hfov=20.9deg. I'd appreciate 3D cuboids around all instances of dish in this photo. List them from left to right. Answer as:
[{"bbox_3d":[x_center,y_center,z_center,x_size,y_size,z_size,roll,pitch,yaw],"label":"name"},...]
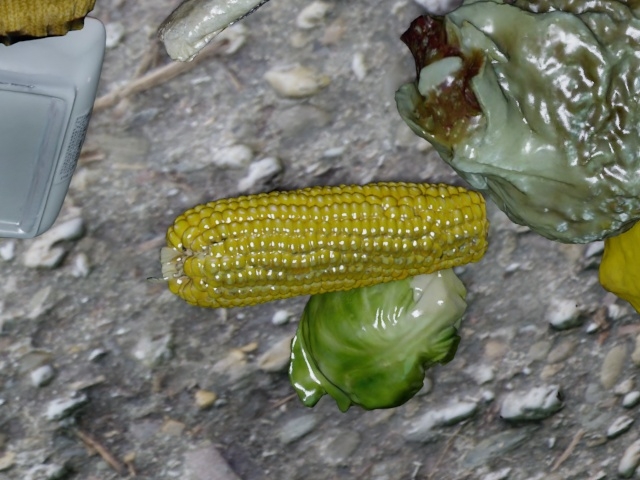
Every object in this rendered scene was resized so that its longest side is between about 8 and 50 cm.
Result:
[{"bbox_3d":[-0.262,-0.083,1.403,0.151,0.077,0.212,7,125,-22],"label":"dish"}]

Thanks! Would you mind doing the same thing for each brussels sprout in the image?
[{"bbox_3d":[0.056,0.088,1.630,0.139,0.100,0.181,42,129,-21],"label":"brussels sprout"}]

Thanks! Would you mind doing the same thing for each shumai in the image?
[{"bbox_3d":[0.179,-0.111,1.443,0.218,0.189,0.256,4,126,-21],"label":"shumai"}]

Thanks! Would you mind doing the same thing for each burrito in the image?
[{"bbox_3d":[-0.061,-0.204,1.386,0.171,0.051,0.042,-34,136,11],"label":"burrito"}]

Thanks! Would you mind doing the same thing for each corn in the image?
[{"bbox_3d":[0.000,0.000,1.537,0.310,0.101,0.101,-8,130,-10],"label":"corn"}]

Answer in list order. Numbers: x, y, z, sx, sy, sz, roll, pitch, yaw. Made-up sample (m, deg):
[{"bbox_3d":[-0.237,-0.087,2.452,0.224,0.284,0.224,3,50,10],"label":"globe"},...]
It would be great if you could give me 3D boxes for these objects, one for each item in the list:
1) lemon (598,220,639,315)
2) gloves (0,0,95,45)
[{"bbox_3d":[0.388,-0.015,1.550,0.267,0.267,0.267,-9,130,-10],"label":"lemon"},{"bbox_3d":[-0.242,-0.287,1.194,0.203,0.155,0.356,-4,145,-5],"label":"gloves"}]
